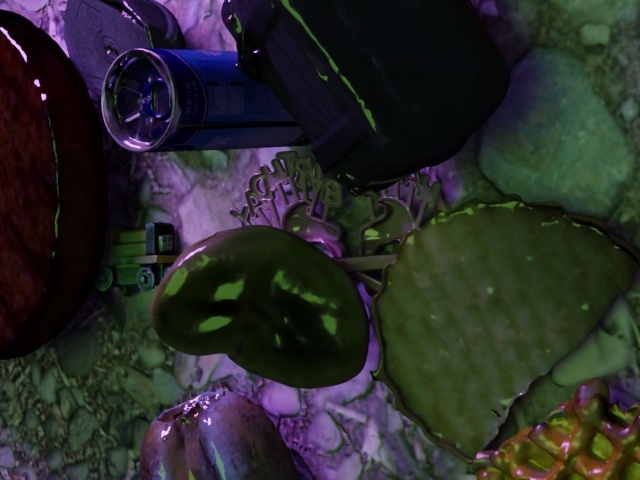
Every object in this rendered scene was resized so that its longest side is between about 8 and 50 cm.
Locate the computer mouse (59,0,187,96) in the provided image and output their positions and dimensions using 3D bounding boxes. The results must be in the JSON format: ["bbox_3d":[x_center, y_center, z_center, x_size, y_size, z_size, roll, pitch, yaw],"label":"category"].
[{"bbox_3d":[-0.206,-0.212,1.588,0.231,0.071,0.126,25,124,46],"label":"computer mouse"}]

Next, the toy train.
[{"bbox_3d":[-0.200,0.021,1.619,0.122,0.050,0.081,-5,82,38],"label":"toy train"}]

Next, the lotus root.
[{"bbox_3d":[-0.081,0.311,1.502,0.158,0.140,0.322,-16,90,13],"label":"lotus root"}]

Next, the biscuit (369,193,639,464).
[{"bbox_3d":[0.143,0.059,1.323,0.187,0.036,0.273,39,119,0],"label":"biscuit"}]

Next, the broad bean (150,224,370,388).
[{"bbox_3d":[-0.052,0.062,1.389,0.206,0.072,0.153,10,116,5],"label":"broad bean"}]

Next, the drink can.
[{"bbox_3d":[-0.089,-0.132,1.396,0.097,0.235,0.097,5,99,38],"label":"drink can"}]

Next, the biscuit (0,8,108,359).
[{"bbox_3d":[-0.375,-0.064,1.703,0.407,0.091,0.407,8,101,47],"label":"biscuit"}]

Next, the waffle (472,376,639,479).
[{"bbox_3d":[0.259,0.287,1.275,0.329,0.062,0.329,4,97,36],"label":"waffle"}]

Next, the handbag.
[{"bbox_3d":[0.038,-0.175,1.302,0.254,0.181,0.181,52,165,-2],"label":"handbag"}]

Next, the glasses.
[{"bbox_3d":[0.003,-0.007,1.428,0.255,0.095,0.162,0,93,35],"label":"glasses"}]
